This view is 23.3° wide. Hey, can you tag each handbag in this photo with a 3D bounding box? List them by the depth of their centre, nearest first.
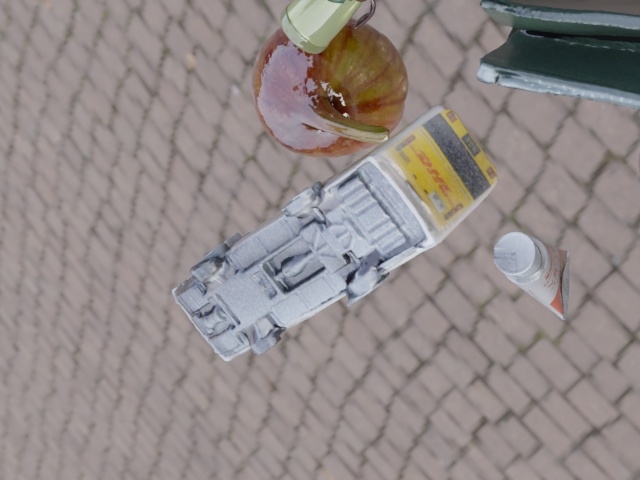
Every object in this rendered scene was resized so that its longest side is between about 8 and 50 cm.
[{"bbox_3d":[0.279,-0.153,1.120,0.260,0.247,0.079,18,118,45],"label":"handbag"}]

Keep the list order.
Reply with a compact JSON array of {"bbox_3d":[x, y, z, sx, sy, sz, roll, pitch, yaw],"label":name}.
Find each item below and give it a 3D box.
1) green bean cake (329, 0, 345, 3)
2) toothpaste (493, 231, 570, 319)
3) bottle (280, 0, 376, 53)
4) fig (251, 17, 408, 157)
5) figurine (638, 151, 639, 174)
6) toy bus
[{"bbox_3d":[0.106,-0.241,1.083,0.208,0.107,0.193,5,148,-5],"label":"green bean cake"},{"bbox_3d":[0.266,0.036,1.877,0.057,0.089,0.234,1,169,23],"label":"toothpaste"},{"bbox_3d":[0.016,-0.197,1.236,0.101,0.063,0.047,-43,47,29],"label":"bottle"},{"bbox_3d":[0.003,-0.158,1.689,0.175,0.207,0.175,5,115,10],"label":"fig"},{"bbox_3d":[0.459,-0.072,1.555,0.270,0.261,0.211,61,-170,-5],"label":"figurine"},{"bbox_3d":[0.000,0.000,1.303,0.097,0.138,0.342,51,144,-5],"label":"toy bus"}]
